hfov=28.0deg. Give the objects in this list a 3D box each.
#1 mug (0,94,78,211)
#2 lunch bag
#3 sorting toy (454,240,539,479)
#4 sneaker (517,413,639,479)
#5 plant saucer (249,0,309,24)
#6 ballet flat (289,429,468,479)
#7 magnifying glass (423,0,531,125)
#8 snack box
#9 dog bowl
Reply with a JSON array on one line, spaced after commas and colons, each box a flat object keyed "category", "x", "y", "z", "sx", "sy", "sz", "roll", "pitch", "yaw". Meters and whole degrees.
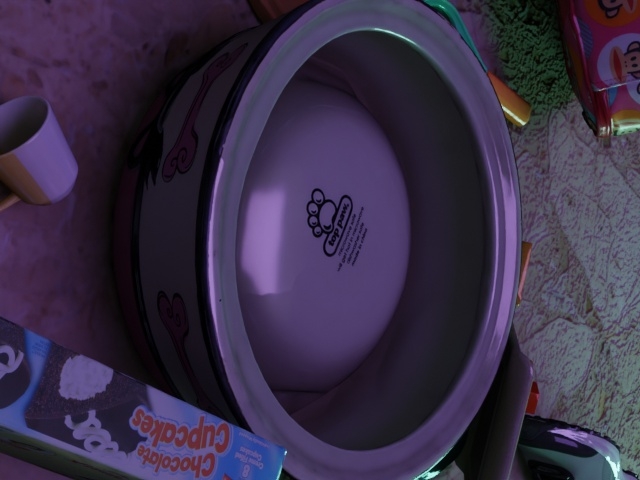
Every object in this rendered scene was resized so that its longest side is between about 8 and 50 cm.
[{"category": "mug", "x": -0.209, "y": -0.056, "z": 0.900, "sx": 0.062, "sy": 0.078, "sz": 0.064, "roll": -96, "pitch": 163, "yaw": -45}, {"category": "lunch bag", "x": 0.316, "y": -0.278, "z": 1.404, "sx": 0.258, "sy": 0.120, "sz": 0.293, "roll": -72, "pitch": 150, "yaw": -68}, {"category": "sorting toy", "x": 0.177, "y": 0.172, "z": 1.242, "sx": 0.196, "sy": 0.047, "sz": 0.348, "roll": -87, "pitch": -171, "yaw": -79}, {"category": "sneaker", "x": 0.293, "y": 0.283, "z": 1.467, "sx": 0.271, "sy": 0.100, "sz": 0.108, "roll": 46, "pitch": 63, "yaw": -40}, {"category": "plant saucer", "x": 0.002, "y": -0.267, "z": 1.143, "sx": 0.200, "sy": 0.037, "sz": 0.200, "roll": -4, "pitch": 96, "yaw": -50}, {"category": "ballet flat", "x": 0.056, "y": 0.192, "z": 1.199, "sx": 0.232, "sy": 0.073, "sz": 0.080, "roll": -8, "pitch": 117, "yaw": -54}, {"category": "magnifying glass", "x": 0.153, "y": -0.177, "z": 1.333, "sx": 0.231, "sy": 0.026, "sz": 0.092, "roll": 29, "pitch": 70, "yaw": -47}, {"category": "snack box", "x": -0.192, "y": 0.102, "z": 0.816, "sx": 0.322, "sy": 0.187, "sz": 0.060, "roll": 34, "pitch": 66, "yaw": -45}, {"category": "dog bowl", "x": 0.000, "y": 0.000, "z": 1.067, "sx": 0.408, "sy": 0.150, "sz": 0.408, "roll": -4, "pitch": 96, "yaw": -49}]
